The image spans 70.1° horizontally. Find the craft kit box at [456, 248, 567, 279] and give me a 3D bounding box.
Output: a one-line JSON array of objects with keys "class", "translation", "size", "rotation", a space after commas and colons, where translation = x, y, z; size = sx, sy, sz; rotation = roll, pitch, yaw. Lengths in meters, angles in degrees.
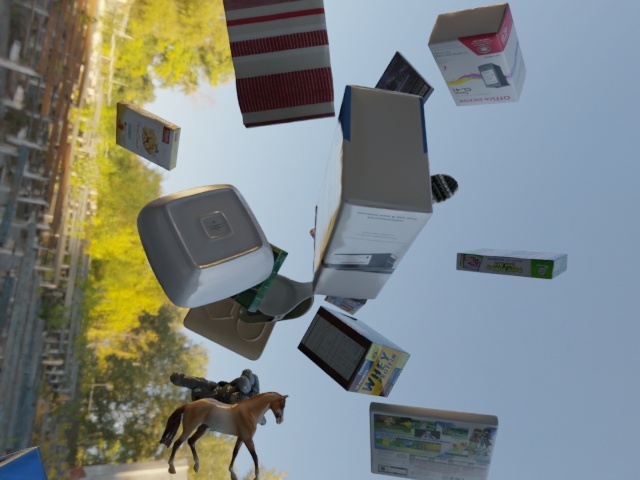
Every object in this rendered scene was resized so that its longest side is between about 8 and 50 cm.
[{"class": "craft kit box", "translation": [0.545, 0.060, 1.294], "size": [0.246, 0.249, 0.061], "rotation": [8, -84, 36]}]

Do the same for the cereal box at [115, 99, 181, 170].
[{"class": "cereal box", "translation": [-0.622, -0.375, 1.641], "size": [0.047, 0.240, 0.173], "rotation": [-54, 169, -52]}]

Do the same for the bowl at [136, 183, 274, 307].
[{"class": "bowl", "translation": [-0.130, -0.005, 0.538], "size": [0.142, 0.142, 0.053], "rotation": [60, -35, 15]}]

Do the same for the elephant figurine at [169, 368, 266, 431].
[{"class": "elephant figurine", "translation": [-0.309, 0.480, 1.383], "size": [0.169, 0.239, 0.186], "rotation": [59, 20, -65]}]

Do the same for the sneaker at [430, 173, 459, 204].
[{"class": "sneaker", "translation": [0.357, -0.155, 1.657], "size": [0.118, 0.292, 0.110], "rotation": [101, -33, -84]}]

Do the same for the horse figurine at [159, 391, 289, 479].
[{"class": "horse figurine", "translation": [-0.206, 0.385, 0.924], "size": [0.066, 0.263, 0.175], "rotation": [68, 27, -72]}]

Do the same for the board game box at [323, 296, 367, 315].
[{"class": "board game box", "translation": [0.087, 0.224, 1.916], "size": [0.060, 0.194, 0.194], "rotation": [-61, 180, -26]}]

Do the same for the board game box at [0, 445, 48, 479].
[{"class": "board game box", "translation": [-0.492, 0.333, 0.424], "size": [0.308, 0.301, 0.086], "rotation": [10, 60, -80]}]

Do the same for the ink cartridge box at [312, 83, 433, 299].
[{"class": "ink cartridge box", "translation": [0.090, -0.079, 0.985], "size": [0.395, 0.166, 0.286], "rotation": [107, -12, -60]}]

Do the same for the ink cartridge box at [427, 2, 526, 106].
[{"class": "ink cartridge box", "translation": [0.509, -0.581, 1.465], "size": [0.226, 0.306, 0.131], "rotation": [8, -111, 38]}]

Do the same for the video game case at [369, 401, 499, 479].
[{"class": "video game case", "translation": [0.302, 0.571, 1.266], "size": [0.036, 0.328, 0.300], "rotation": [-70, 159, -55]}]

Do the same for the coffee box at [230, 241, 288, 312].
[{"class": "coffee box", "translation": [-0.178, 0.086, 1.238], "size": [0.113, 0.040, 0.184], "rotation": [29, -93, 32]}]

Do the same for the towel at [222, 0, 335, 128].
[{"class": "towel", "translation": [-0.096, -0.449, 1.093], "size": [0.037, 0.236, 0.329], "rotation": [-84, 167, -77]}]

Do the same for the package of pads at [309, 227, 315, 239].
[{"class": "package of pads", "translation": [0.000, 0.000, 1.472], "size": [0.032, 0.083, 0.050], "rotation": [-35, -156, 4]}]

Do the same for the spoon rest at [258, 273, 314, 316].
[{"class": "spoon rest", "translation": [-0.079, 0.140, 1.316], "size": [0.276, 0.084, 0.137], "rotation": [-17, -81, 17]}]

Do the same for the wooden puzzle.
[{"class": "wooden puzzle", "translation": [-0.317, 0.247, 1.785], "size": [0.348, 0.322, 0.080], "rotation": [-65, -166, -23]}]

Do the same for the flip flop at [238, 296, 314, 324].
[{"class": "flip flop", "translation": [-0.153, 0.222, 1.538], "size": [0.080, 0.276, 0.112], "rotation": [13, 64, -80]}]

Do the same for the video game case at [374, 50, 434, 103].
[{"class": "video game case", "translation": [0.282, -0.528, 1.636], "size": [0.196, 0.026, 0.274], "rotation": [-56, -141, 33]}]

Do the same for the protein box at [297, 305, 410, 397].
[{"class": "protein box", "translation": [0.090, 0.297, 1.221], "size": [0.201, 0.199, 0.136], "rotation": [29, -89, 43]}]
